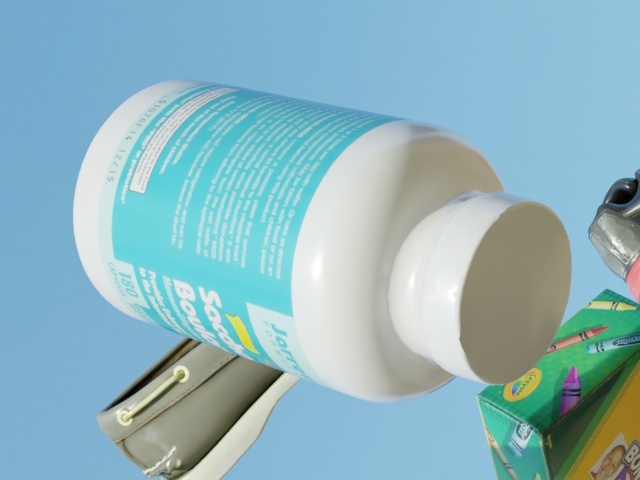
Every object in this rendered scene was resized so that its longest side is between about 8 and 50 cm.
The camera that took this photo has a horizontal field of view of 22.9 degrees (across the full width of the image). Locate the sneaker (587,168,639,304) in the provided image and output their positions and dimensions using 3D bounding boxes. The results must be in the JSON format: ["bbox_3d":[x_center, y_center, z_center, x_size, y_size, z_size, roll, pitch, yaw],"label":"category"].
[{"bbox_3d":[0.379,-0.028,1.676,0.276,0.135,0.097,-26,-31,-44],"label":"sneaker"}]

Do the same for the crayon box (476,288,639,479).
[{"bbox_3d":[0.244,0.201,1.407,0.165,0.081,0.278,-37,-48,-23],"label":"crayon box"}]

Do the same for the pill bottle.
[{"bbox_3d":[0.000,0.000,0.842,0.146,0.264,0.146,-15,-68,-43],"label":"pill bottle"}]

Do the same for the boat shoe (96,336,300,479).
[{"bbox_3d":[-0.032,0.046,1.119,0.091,0.109,0.305,41,-90,-11],"label":"boat shoe"}]
